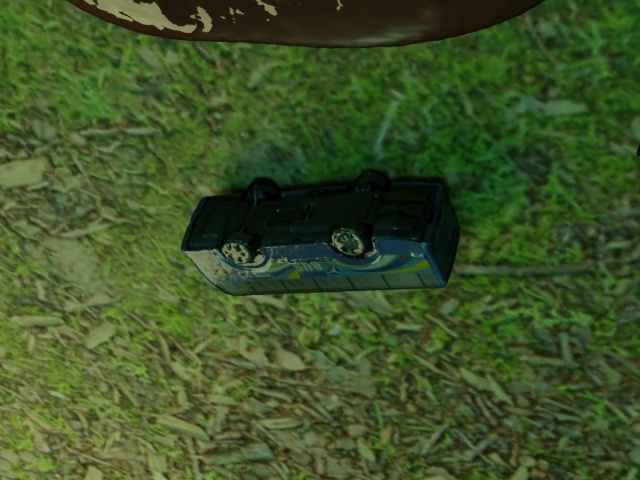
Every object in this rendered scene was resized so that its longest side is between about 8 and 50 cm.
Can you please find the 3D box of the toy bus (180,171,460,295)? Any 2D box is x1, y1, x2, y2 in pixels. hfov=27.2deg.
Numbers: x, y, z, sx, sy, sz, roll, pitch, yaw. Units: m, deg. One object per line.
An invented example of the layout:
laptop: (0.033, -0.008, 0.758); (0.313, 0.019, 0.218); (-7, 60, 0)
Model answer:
toy bus: (0.000, 0.000, 0.738); (0.153, 0.051, 0.061); (-4, 136, 28)

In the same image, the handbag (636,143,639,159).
handbag: (0.257, -0.074, 0.530); (0.216, 0.074, 0.203); (23, 137, 2)

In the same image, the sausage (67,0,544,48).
sausage: (0.003, -0.146, 0.529); (0.254, 0.148, 0.148); (7, 134, 27)
